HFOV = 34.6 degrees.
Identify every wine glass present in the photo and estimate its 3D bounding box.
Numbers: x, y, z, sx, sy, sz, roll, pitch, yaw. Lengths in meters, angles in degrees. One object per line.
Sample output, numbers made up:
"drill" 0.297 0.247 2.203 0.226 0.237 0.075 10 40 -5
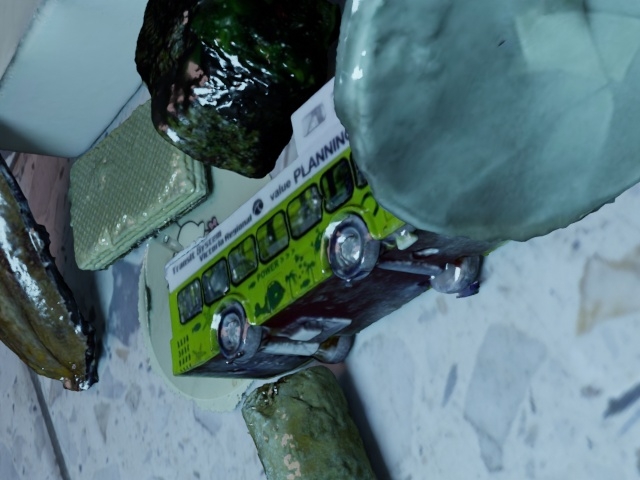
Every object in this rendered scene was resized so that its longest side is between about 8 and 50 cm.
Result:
"wine glass" 0.033 -0.206 0.538 0.267 0.267 0.406 -59 37 28

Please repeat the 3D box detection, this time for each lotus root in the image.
"lotus root" -0.341 0.022 1.060 0.167 0.078 0.329 -19 101 54

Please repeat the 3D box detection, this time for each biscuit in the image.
"biscuit" -0.180 -0.058 0.988 0.199 0.040 0.121 -30 59 42

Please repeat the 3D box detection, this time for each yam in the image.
"yam" 0.004 0.176 0.713 0.078 0.078 0.179 -49 49 36

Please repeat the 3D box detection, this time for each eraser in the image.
"eraser" -0.251 -0.255 1.040 0.331 0.150 0.331 -10 77 54

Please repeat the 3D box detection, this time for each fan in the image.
"fan" -0.147 0.001 0.979 0.415 0.012 0.233 31 106 47

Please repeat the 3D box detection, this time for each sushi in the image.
"sushi" -0.064 -0.160 0.782 0.127 0.124 0.225 -52 29 33

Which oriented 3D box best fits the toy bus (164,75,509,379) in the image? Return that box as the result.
"toy bus" 0.000 0.000 0.716 0.302 0.113 0.139 -36 55 44
